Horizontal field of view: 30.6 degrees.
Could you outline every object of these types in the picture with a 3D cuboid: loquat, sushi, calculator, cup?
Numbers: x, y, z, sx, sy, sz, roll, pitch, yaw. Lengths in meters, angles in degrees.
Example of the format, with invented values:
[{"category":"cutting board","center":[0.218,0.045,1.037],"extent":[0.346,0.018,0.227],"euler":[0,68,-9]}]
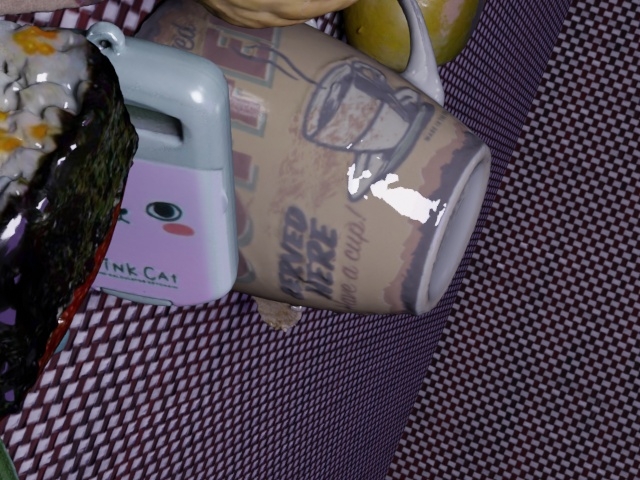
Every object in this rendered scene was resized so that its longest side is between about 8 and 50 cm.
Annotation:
[{"category":"loquat","center":[0.098,-0.256,1.186],"extent":[0.152,0.152,0.195],"euler":[-37,138,-62]},{"category":"sushi","center":[-0.183,-0.005,0.589],"extent":[0.225,0.136,0.126],"euler":[-58,164,-32]},{"category":"calculator","center":[-0.122,-0.043,0.740],"extent":[0.246,0.141,0.045],"euler":[93,11,-51]},{"category":"cup","center":[0.005,-0.087,0.896],"extent":[0.227,0.257,0.301],"euler":[48,63,-76]}]

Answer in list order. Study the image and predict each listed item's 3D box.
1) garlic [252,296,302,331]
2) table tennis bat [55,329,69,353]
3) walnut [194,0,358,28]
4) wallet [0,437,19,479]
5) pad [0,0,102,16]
[{"category":"garlic","center":[0.000,0.000,1.222],"extent":[0.127,0.131,0.194],"euler":[-43,-179,36]},{"category":"table tennis bat","center":[-0.238,0.083,0.723],"extent":[0.237,0.038,0.149],"euler":[-28,139,-61]},{"category":"walnut","center":[-0.018,-0.246,0.676],"extent":[0.261,0.225,0.225],"euler":[-49,157,-30]},{"category":"wallet","center":[-0.277,0.244,0.766],"extent":[0.160,0.055,0.236],"euler":[102,14,-55]},{"category":"pad","center":[-0.155,-0.240,0.475],"extent":[0.220,0.004,0.330],"euler":[-22,133,-45]}]
